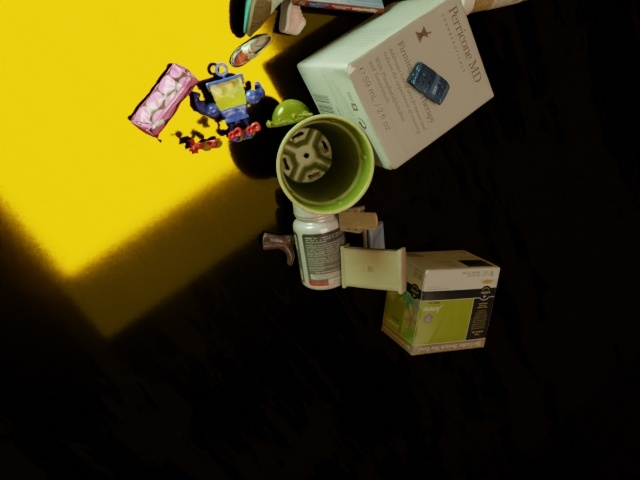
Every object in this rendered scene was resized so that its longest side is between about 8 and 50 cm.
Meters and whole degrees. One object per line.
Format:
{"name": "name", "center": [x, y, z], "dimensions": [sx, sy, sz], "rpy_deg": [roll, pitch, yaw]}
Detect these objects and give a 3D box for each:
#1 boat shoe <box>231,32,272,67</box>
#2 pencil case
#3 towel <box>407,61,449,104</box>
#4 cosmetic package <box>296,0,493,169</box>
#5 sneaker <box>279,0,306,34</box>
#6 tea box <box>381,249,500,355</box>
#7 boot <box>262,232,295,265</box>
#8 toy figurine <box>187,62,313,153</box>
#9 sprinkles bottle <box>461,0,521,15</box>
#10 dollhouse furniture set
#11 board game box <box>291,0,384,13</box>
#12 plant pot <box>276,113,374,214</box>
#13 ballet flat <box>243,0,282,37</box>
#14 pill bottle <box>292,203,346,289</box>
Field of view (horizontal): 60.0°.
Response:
{"name": "boat shoe", "center": [-0.195, -0.539, 1.568], "dimensions": [0.137, 0.043, 0.049], "rpy_deg": [-40, 121, -8]}
{"name": "pencil case", "center": [-0.412, -0.373, 1.487], "dimensions": [0.095, 0.098, 0.209], "rpy_deg": [34, 89, -30]}
{"name": "towel", "center": [0.292, -0.418, 1.473], "dimensions": [0.120, 0.029, 0.067], "rpy_deg": [26, 93, -29]}
{"name": "cosmetic package", "center": [0.213, -0.468, 1.625], "dimensions": [0.394, 0.327, 0.329], "rpy_deg": [-37, 118, -12]}
{"name": "sneaker", "center": [-0.075, -0.656, 1.586], "dimensions": [0.070, 0.051, 0.134], "rpy_deg": [4, 100, -39]}
{"name": "tea box", "center": [0.432, 0.218, 2.019], "dimensions": [0.329, 0.220, 0.323], "rpy_deg": [0, 106, -26]}
{"name": "boot", "center": [-0.140, 0.029, 1.786], "dimensions": [0.114, 0.037, 0.106], "rpy_deg": [2, 93, -29]}
{"name": "toy figurine", "center": [-0.218, -0.392, 1.520], "dimensions": [0.363, 0.191, 0.217], "rpy_deg": [-18, 98, -2]}
{"name": "sprinkles bottle", "center": [0.566, -0.815, 1.798], "dimensions": [0.356, 0.121, 0.121], "rpy_deg": [-19, 114, -19]}
{"name": "dollhouse furniture set", "center": [0.217, 0.010, 1.803], "dimensions": [0.303, 0.198, 0.286], "rpy_deg": [-27, 117, -60]}
{"name": "board game box", "center": [0.041, -0.727, 1.585], "dimensions": [0.282, 0.027, 0.144], "rpy_deg": [-4, 75, -24]}
{"name": "plant pot", "center": [-0.017, -0.234, 1.620], "dimensions": [0.276, 0.254, 0.275], "rpy_deg": [-4, 106, -15]}
{"name": "ballet flat", "center": [-0.140, -0.724, 1.491], "dimensions": [0.124, 0.116, 0.341], "rpy_deg": [1, 101, -13]}
{"name": "pill bottle", "center": [0.000, 0.000, 1.773], "dimensions": [0.162, 0.161, 0.282], "rpy_deg": [-16, 113, -20]}
